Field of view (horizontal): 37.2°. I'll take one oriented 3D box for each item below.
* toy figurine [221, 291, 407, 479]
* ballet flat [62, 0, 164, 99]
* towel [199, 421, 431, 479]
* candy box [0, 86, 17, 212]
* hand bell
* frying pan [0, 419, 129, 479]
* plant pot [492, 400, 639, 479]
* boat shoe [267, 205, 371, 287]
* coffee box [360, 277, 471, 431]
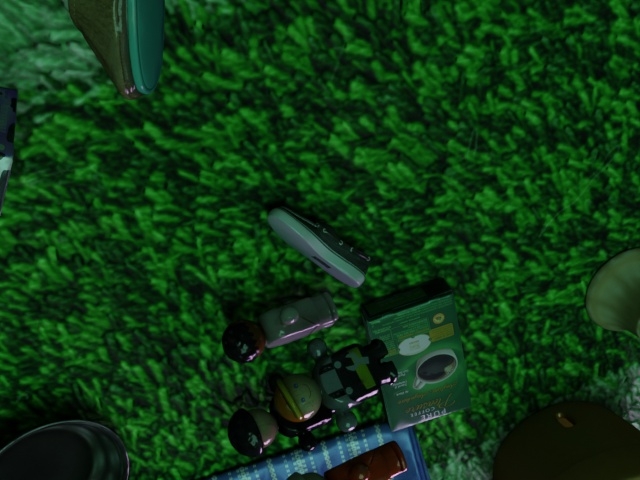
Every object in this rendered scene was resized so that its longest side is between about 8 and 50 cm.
[{"bbox_3d":[-0.017,0.180,1.053,0.148,0.213,0.209,-20,124,-21],"label":"toy figurine"},{"bbox_3d":[-0.192,-0.293,0.806,0.124,0.116,0.342,8,118,3],"label":"ballet flat"},{"bbox_3d":[-0.008,0.384,1.235,0.336,0.040,0.243,-17,104,-5],"label":"towel"},{"bbox_3d":[-0.370,-0.094,0.825,0.196,0.165,0.070,10,115,-21],"label":"candy box"},{"bbox_3d":[0.429,0.121,1.129,0.126,0.242,0.126,-7,121,-12],"label":"hand bell"},{"bbox_3d":[-0.360,0.334,1.089,0.326,0.053,0.197,-47,135,-7],"label":"frying pan"},{"bbox_3d":[0.360,0.353,1.264,0.291,0.203,0.290,-7,120,-12],"label":"plant pot"},{"bbox_3d":[0.000,0.000,1.059,0.142,0.049,0.040,39,70,-28],"label":"boat shoe"},{"bbox_3d":[0.119,0.144,1.172,0.113,0.040,0.184,-18,122,-5],"label":"coffee box"}]
